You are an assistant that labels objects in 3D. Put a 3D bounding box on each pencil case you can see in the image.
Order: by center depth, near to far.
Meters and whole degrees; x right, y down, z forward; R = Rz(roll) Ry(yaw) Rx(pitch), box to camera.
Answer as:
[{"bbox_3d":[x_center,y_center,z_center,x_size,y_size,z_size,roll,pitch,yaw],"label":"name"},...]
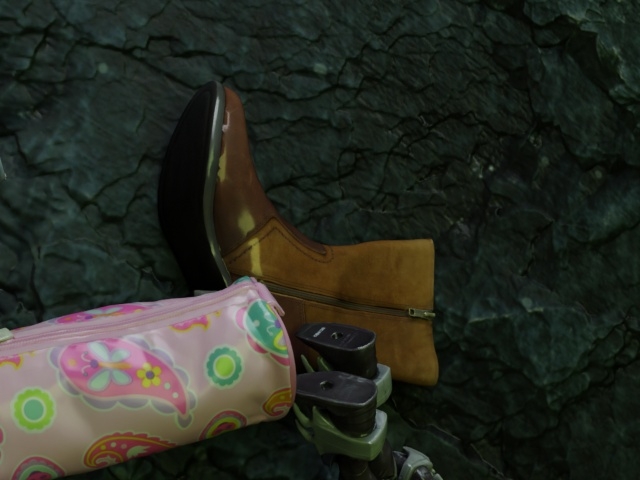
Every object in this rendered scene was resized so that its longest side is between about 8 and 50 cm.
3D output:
[{"bbox_3d":[-0.163,0.105,0.859,0.284,0.124,0.124,-10,82,-19],"label":"pencil case"}]

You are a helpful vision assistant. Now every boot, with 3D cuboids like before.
[{"bbox_3d":[0.000,0.000,1.055,0.280,0.096,0.264,4,74,-34],"label":"boot"}]

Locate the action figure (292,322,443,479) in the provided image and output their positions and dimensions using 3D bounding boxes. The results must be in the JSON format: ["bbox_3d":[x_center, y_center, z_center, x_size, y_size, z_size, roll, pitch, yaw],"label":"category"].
[{"bbox_3d":[0.042,0.215,0.997,0.185,0.099,0.285,-54,136,-52],"label":"action figure"}]

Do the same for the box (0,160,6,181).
[{"bbox_3d":[-0.354,-0.079,0.832,0.233,0.044,0.159,-28,121,-36],"label":"box"}]
